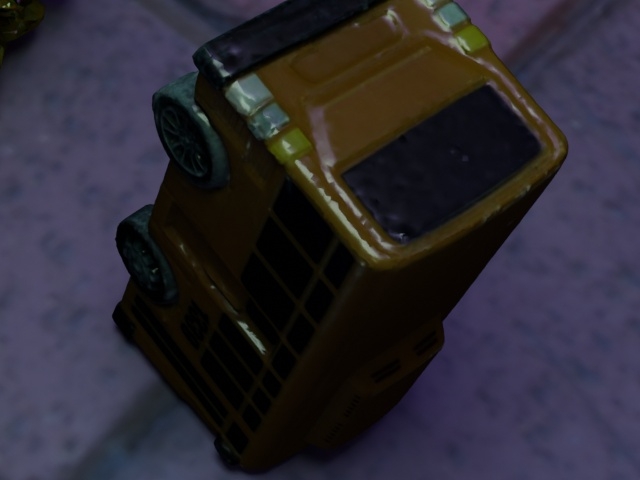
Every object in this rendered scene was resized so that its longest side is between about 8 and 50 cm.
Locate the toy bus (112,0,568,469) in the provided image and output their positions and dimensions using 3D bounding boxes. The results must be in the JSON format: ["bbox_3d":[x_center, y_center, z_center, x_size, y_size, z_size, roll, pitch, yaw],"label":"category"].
[{"bbox_3d":[0.000,0.000,0.601,0.098,0.201,0.114,-31,75,-28],"label":"toy bus"}]

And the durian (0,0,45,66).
[{"bbox_3d":[-0.206,-0.199,0.654,0.258,0.293,0.258,2,35,-1],"label":"durian"}]
